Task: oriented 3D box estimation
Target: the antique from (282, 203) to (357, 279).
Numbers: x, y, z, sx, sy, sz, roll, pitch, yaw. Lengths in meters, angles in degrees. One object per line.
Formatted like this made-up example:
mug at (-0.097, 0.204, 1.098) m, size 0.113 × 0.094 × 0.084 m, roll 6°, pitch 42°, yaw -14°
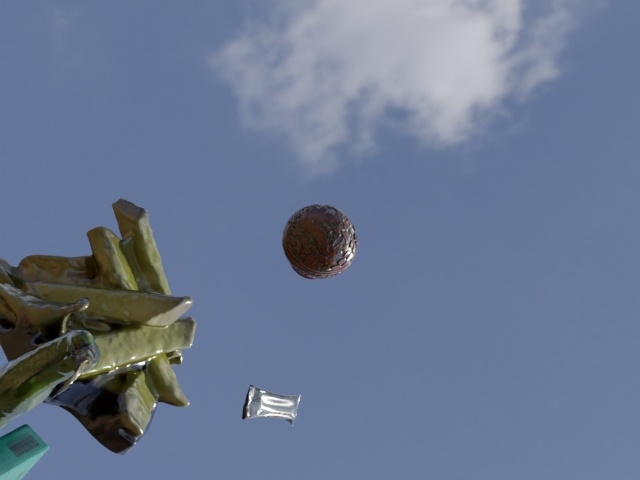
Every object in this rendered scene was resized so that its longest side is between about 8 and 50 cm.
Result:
antique at (0.000, 0.000, 1.898) m, size 0.104 × 0.104 × 0.104 m, roll 25°, pitch -53°, yaw 38°

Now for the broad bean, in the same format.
broad bean at (-0.298, 0.144, 1.491) m, size 0.056 × 0.098 × 0.318 m, roll 54°, pitch -31°, yaw -4°

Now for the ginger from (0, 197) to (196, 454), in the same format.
ginger at (-0.322, 0.097, 2.195) m, size 0.211 × 0.358 × 0.413 m, roll -48°, pitch -153°, yaw 14°

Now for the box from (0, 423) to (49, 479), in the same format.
box at (-0.361, 0.263, 1.368) m, size 0.042 × 0.226 × 0.161 m, roll 43°, pitch -74°, yaw 6°

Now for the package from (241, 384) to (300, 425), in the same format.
package at (-0.050, 0.175, 1.553) m, size 0.015 × 0.110 × 0.037 m, roll 12°, pitch -94°, yaw 31°
